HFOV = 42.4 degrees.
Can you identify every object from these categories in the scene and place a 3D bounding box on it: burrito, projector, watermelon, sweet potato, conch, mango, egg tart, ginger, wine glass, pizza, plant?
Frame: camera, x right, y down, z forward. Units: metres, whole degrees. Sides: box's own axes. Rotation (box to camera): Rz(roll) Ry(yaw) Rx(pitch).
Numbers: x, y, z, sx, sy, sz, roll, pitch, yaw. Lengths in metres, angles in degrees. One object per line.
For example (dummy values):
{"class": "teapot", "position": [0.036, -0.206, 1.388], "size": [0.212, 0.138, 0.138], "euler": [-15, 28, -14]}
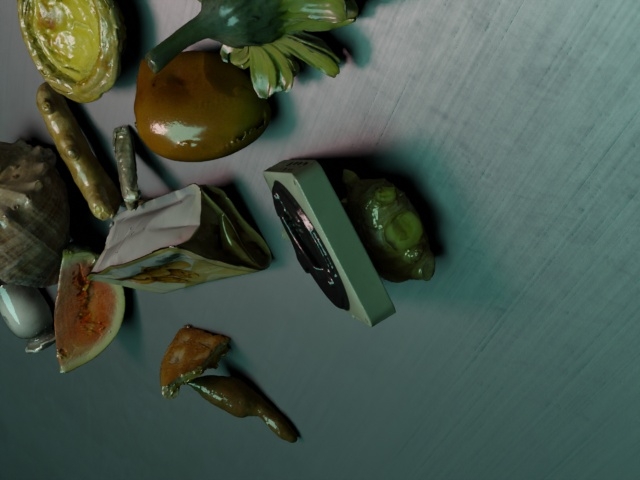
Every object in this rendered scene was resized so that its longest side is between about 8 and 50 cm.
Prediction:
{"class": "burrito", "position": [-0.368, -0.142, 1.567], "size": [0.051, 0.042, 0.171], "euler": [-41, 53, 51]}
{"class": "projector", "position": [0.000, 0.000, 1.294], "size": [0.259, 0.079, 0.257], "euler": [63, 170, -11]}
{"class": "watermelon", "position": [-0.498, 0.140, 1.833], "size": [0.128, 0.159, 0.304], "euler": [12, 113, 5]}
{"class": "sweet potato", "position": [-0.159, 0.342, 1.741], "size": [0.269, 0.075, 0.075], "euler": [29, 135, -2]}
{"class": "conch", "position": [-0.620, -0.063, 1.720], "size": [0.210, 0.297, 0.352], "euler": [-35, 121, 26]}
{"class": "mango", "position": [-0.196, -0.207, 1.354], "size": [0.235, 0.167, 0.136], "euler": [-4, 160, 19]}
{"class": "egg tart", "position": [-0.434, -0.384, 1.467], "size": [0.278, 0.095, 0.279], "euler": [17, 122, 30]}
{"class": "ginger", "position": [-0.486, -0.177, 1.645], "size": [0.299, 0.065, 0.118], "euler": [63, 178, -7]}
{"class": "wine glass", "position": [-0.737, 0.178, 2.062], "size": [0.111, 0.111, 0.205], "euler": [-4, 116, 40]}
{"class": "pizza", "position": [-0.260, 0.241, 1.725], "size": [0.161, 0.182, 0.063], "euler": [-25, 120, 5]}
{"class": "ginger", "position": [0.097, -0.024, 1.270], "size": [0.216, 0.102, 0.157], "euler": [58, 164, -15]}
{"class": "plant", "position": [-0.119, -0.352, 1.170], "size": [0.306, 0.296, 0.261], "euler": [139, 122, -61]}

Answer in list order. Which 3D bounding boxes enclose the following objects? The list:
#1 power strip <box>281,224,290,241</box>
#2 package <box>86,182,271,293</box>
{"class": "power strip", "position": [-0.053, -0.032, 1.443], "size": [0.027, 0.017, 0.083], "euler": [27, 131, 23]}
{"class": "package", "position": [-0.272, -0.010, 1.565], "size": [0.311, 0.221, 0.165], "euler": [-14, 68, 45]}
